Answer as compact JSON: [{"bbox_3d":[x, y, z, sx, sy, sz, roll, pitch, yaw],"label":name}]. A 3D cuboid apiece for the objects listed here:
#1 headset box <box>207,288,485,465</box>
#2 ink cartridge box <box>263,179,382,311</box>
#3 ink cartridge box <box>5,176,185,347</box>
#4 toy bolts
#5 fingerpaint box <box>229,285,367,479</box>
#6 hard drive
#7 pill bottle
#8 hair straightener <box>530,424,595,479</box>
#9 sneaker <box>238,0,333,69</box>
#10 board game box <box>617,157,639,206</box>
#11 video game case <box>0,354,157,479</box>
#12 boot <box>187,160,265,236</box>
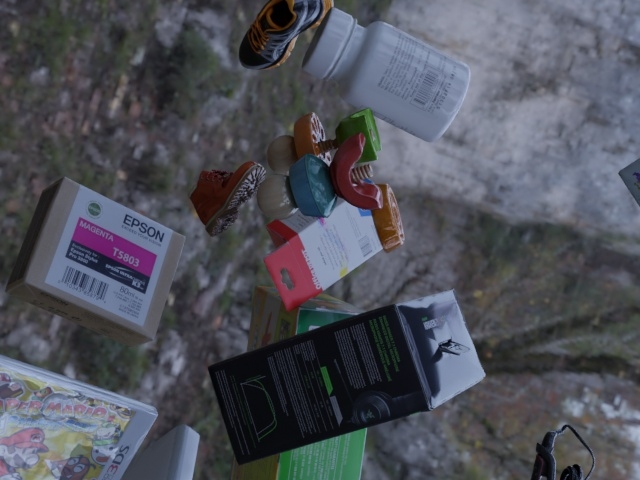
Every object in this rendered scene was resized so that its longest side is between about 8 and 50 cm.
[{"bbox_3d":[0.048,0.164,1.383,0.246,0.283,0.131,-4,74,-68],"label":"headset box"},{"bbox_3d":[0.000,0.000,1.859,0.078,0.231,0.134,36,-25,50],"label":"ink cartridge box"},{"bbox_3d":[-0.353,0.037,1.747,0.088,0.234,0.193,-22,-133,52],"label":"ink cartridge box"},{"bbox_3d":[0.008,-0.063,1.492,0.228,0.158,0.218,-55,129,-75],"label":"toy bolts"},{"bbox_3d":[-0.039,0.327,2.028,0.371,0.163,0.445,-169,-93,-74],"label":"fingerpaint box"},{"bbox_3d":[-0.253,0.401,1.421,0.203,0.040,0.307,-38,-155,24],"label":"hard drive"},{"bbox_3d":[0.095,-0.251,1.632,0.131,0.229,0.131,-61,-169,21],"label":"pill bottle"},{"bbox_3d":[0.299,0.343,1.386,0.047,0.089,0.230,76,30,-62],"label":"hair straightener"},{"bbox_3d":[-0.074,-0.342,1.748,0.083,0.084,0.215,-17,166,-45],"label":"sneaker"},{"bbox_3d":[0.614,0.004,1.746,0.097,0.303,0.224,-35,161,21],"label":"board game box"},{"bbox_3d":[-0.341,0.258,1.327,0.206,0.227,0.026,-59,-147,8],"label":"video game case"},{"bbox_3d":[-0.142,-0.080,1.603,0.059,0.084,0.158,-22,163,-46],"label":"boot"}]
